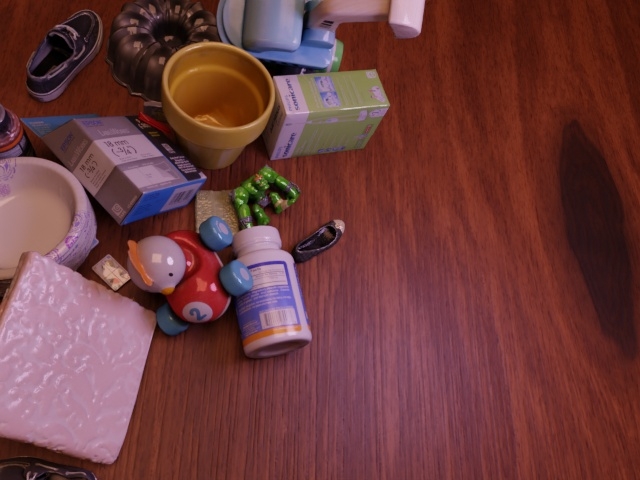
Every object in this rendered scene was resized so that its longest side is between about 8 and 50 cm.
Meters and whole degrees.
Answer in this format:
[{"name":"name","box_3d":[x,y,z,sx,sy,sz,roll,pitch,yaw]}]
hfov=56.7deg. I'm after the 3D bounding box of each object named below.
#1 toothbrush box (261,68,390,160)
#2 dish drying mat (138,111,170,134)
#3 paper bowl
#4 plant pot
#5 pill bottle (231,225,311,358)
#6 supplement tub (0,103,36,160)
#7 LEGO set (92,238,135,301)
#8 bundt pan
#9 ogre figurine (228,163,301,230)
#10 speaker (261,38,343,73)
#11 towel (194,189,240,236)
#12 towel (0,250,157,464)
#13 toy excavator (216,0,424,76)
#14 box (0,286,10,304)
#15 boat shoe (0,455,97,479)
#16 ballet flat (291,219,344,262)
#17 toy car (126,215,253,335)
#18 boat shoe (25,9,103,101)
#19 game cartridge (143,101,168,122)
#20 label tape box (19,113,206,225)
[{"name":"toothbrush box","box_3d":[0.004,-0.325,1.539,0.283,0.206,0.122,-12,70,-21]},{"name":"dish drying mat","box_3d":[-0.394,-0.279,1.412,0.083,0.008,0.032,27,26,-34]},{"name":"paper bowl","box_3d":[-0.609,-0.019,1.222,0.284,0.148,0.284,2,60,-3]},{"name":"plant pot","box_3d":[-0.255,-0.301,1.430,0.254,0.239,0.254,6,64,-13]},{"name":"pill bottle","box_3d":[-0.121,0.112,1.324,0.152,0.152,0.272,-7,67,-20]},{"name":"supplement tub","box_3d":[-0.688,-0.218,1.278,0.106,0.198,0.106,4,66,-10]},{"name":"LEGO set","box_3d":[-0.516,0.087,1.271,0.244,0.060,0.182,43,65,5]},{"name":"bundt pan","box_3d":[-0.396,-0.519,1.558,0.331,0.124,0.330,6,65,-14]},{"name":"ogre figurine","box_3d":[-0.146,-0.105,1.458,0.197,0.097,0.118,-40,99,-13]},{"name":"speaker","box_3d":[-0.093,-0.536,1.653,0.297,0.131,0.131,12,63,-11]},{"name":"towel","box_3d":[-0.251,-0.056,1.436,0.110,0.027,0.148,-2,67,-17]},{"name":"towel","box_3d":[-0.469,0.224,1.107,0.332,0.053,0.317,43,47,-46]},{"name":"toy excavator","box_3d":[-0.023,-0.506,1.376,0.433,0.445,0.222,6,98,-10]},{"name":"box","box_3d":[-0.585,0.206,1.119,0.045,0.184,0.190,14,63,-13]},{"name":"boat shoe","box_3d":[-0.518,0.439,1.096,0.206,0.065,0.075,12,63,-11]},{"name":"ballet flat","box_3d":[0.000,0.000,1.472,0.173,0.049,0.057,-37,81,-28]},{"name":"toy car","box_3d":[-0.302,0.070,1.195,0.219,0.238,0.210,-32,74,18]},{"name":"boat shoe","box_3d":[-0.638,-0.486,1.479,0.108,0.102,0.301,25,61,-4]},{"name":"game cartridge","box_3d":[-0.405,-0.325,1.500,0.083,0.056,0.017,8,56,-12]},{"name":"label tape box","box_3d":[-0.456,-0.205,1.335,0.333,0.106,0.240,45,25,6]}]
